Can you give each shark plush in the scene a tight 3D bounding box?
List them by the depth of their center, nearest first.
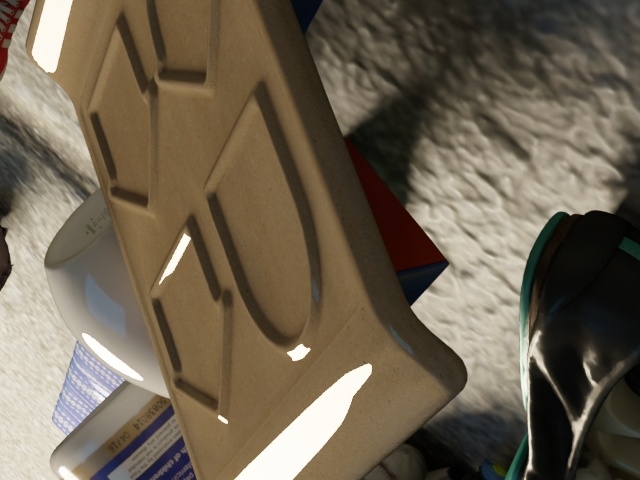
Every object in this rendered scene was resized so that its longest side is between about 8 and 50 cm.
[{"bbox_3d":[0.035,0.179,1.130,0.073,0.067,0.161,44,154,4],"label":"shark plush"}]

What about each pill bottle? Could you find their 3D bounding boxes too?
[{"bbox_3d":[-0.071,0.215,1.246,0.264,0.153,0.153,47,154,-2],"label":"pill bottle"}]

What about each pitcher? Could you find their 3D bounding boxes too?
[{"bbox_3d":[-0.094,0.050,1.102,0.207,0.125,0.178,45,172,-24],"label":"pitcher"}]

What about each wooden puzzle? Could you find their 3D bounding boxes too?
[{"bbox_3d":[-0.043,-0.036,0.843,0.348,0.080,0.322,65,155,16],"label":"wooden puzzle"}]

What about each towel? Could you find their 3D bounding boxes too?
[{"bbox_3d":[-0.155,0.205,1.493,0.243,0.040,0.336,45,155,6],"label":"towel"}]

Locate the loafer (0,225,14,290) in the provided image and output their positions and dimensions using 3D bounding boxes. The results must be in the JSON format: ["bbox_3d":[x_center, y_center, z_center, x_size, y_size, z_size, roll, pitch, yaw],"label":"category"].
[{"bbox_3d":[-0.330,0.010,1.430,0.095,0.109,0.302,39,168,-32],"label":"loafer"}]

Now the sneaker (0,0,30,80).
[{"bbox_3d":[-0.196,-0.142,0.970,0.042,0.118,0.067,24,154,-13],"label":"sneaker"}]

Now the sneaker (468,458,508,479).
[{"bbox_3d":[0.106,0.203,1.047,0.067,0.078,0.188,39,153,14],"label":"sneaker"}]

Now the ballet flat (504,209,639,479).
[{"bbox_3d":[0.143,0.098,0.830,0.096,0.095,0.280,23,148,18],"label":"ballet flat"}]
